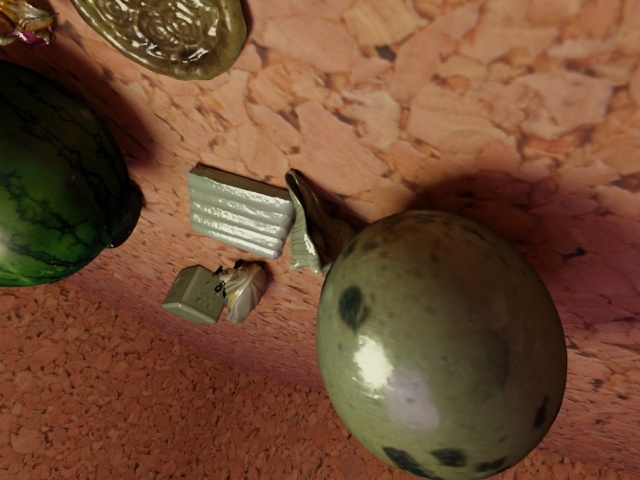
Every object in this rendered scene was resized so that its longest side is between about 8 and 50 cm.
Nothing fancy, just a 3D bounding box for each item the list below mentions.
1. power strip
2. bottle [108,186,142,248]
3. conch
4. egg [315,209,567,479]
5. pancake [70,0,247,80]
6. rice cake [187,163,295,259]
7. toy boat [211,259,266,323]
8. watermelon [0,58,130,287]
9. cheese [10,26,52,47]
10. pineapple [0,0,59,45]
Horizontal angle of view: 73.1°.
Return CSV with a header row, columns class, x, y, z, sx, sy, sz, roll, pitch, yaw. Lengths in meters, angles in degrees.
class,x,y,z,sx,sy,sz,roll,pitch,yaw
power strip,-0.402,0.177,1.370,0.139,0.140,0.224,34,152,-28
bottle,-0.575,-0.107,0.933,0.335,0.144,0.144,23,155,-2
conch,-0.005,0.011,0.731,0.233,0.138,0.114,31,137,-34
egg,0.160,0.145,0.628,0.344,0.345,0.428,1,138,37
pancake,-0.182,-0.259,0.462,0.211,0.029,0.235,29,156,-17
rice cake,-0.150,-0.047,0.800,0.197,0.037,0.189,22,138,2
toy boat,-0.213,0.130,1.149,0.140,0.141,0.270,18,153,7
watermelon,-0.479,-0.096,0.667,0.362,0.364,0.363,17,155,9
cheese,-0.377,-0.296,0.529,0.095,0.038,0.145,28,148,-18
pineapple,-0.440,-0.312,0.388,0.334,0.158,0.161,35,137,-14
